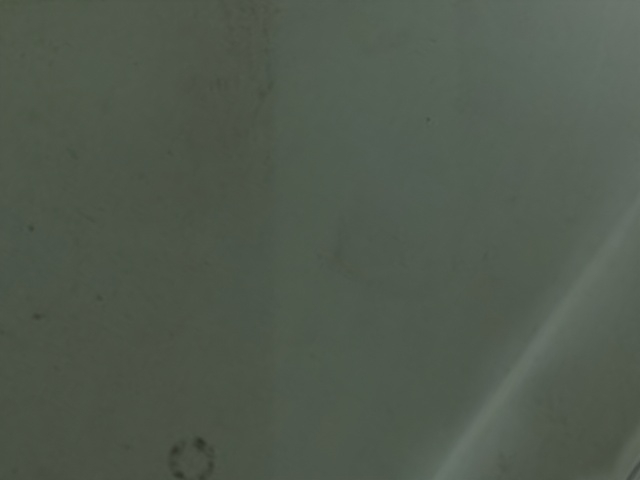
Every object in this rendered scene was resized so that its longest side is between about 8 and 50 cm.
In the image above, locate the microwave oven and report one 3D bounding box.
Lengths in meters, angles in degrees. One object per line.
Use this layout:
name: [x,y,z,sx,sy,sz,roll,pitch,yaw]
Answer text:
microwave oven: [0.000,0.000,0.590,0.394,0.333,0.247,-52,171,-14]
